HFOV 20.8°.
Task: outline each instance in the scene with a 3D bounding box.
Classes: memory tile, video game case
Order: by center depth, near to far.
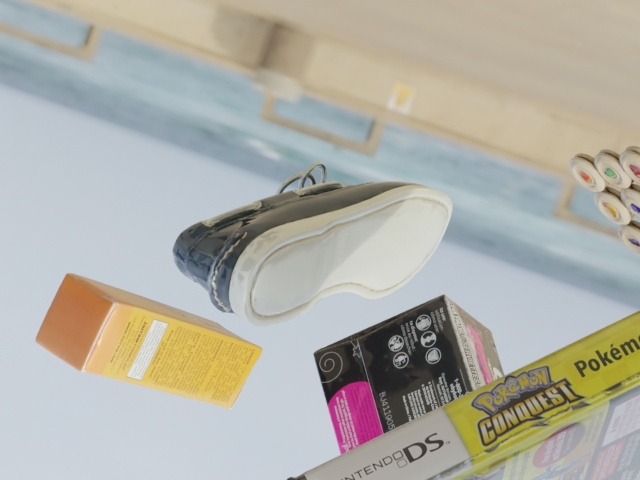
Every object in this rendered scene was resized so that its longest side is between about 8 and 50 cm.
[{"bbox_3d":[0.106,0.122,0.884,0.035,0.248,0.275,61,170,23],"label":"video game case"},{"bbox_3d":[0.267,-0.015,1.406,0.148,0.012,0.113,50,161,-16],"label":"memory tile"}]

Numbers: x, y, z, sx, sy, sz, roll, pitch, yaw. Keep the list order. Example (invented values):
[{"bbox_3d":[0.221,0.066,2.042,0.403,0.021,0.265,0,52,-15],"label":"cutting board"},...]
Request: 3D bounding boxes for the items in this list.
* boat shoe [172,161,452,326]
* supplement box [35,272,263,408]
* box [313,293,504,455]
[{"bbox_3d":[0.000,0.000,1.221,0.079,0.095,0.254,28,-151,30],"label":"boat shoe"},{"bbox_3d":[-0.160,0.100,1.674,0.078,0.080,0.233,27,-176,37],"label":"supplement box"},{"bbox_3d":[0.119,0.209,1.779,0.163,0.247,0.142,-25,152,17],"label":"box"}]
